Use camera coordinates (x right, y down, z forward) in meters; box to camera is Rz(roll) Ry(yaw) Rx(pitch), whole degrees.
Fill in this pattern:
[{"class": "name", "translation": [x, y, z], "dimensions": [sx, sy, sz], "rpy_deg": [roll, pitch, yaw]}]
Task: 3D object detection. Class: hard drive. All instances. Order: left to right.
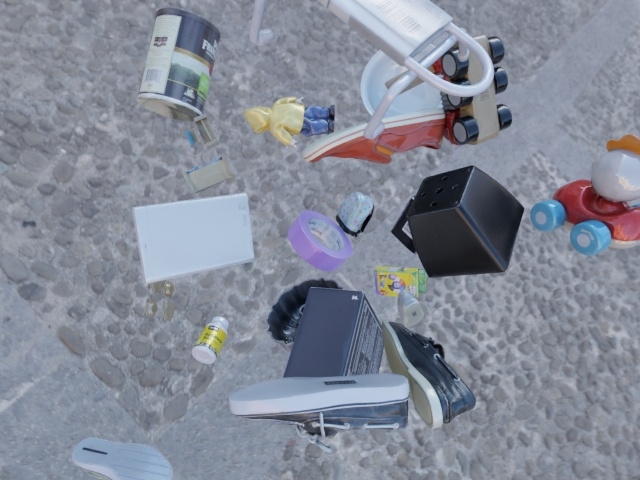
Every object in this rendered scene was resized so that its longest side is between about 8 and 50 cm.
[{"class": "hard drive", "translation": [-0.341, -0.012, 1.276], "dimensions": [0.308, 0.040, 0.203], "rpy_deg": [-11, 104, -29]}]

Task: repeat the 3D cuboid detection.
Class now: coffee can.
[{"class": "coffee can", "translation": [-0.439, -0.536, 1.435], "dimensions": [0.202, 0.201, 0.275], "rpy_deg": [12, 87, -14]}]

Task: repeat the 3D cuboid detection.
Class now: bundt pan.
[{"class": "bundt pan", "translation": [-0.036, 0.298, 1.744], "dimensions": [0.331, 0.331, 0.124], "rpy_deg": [-51, 131, -31]}]

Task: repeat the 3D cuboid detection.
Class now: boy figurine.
[{"class": "boy figurine", "translation": [-0.096, -0.368, 1.447], "dimensions": [0.285, 0.092, 0.177], "rpy_deg": [0, 73, 0]}]

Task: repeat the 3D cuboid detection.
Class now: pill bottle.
[{"class": "pill bottle", "translation": [-0.283, 0.258, 1.209], "dimensions": [0.065, 0.065, 0.116], "rpy_deg": [26, 40, -6]}]

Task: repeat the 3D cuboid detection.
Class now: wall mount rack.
[{"class": "wall mount rack", "translation": [0.082, -0.300, 0.634], "dimensions": [0.350, 0.130, 0.304], "rpy_deg": [41, 59, 6]}]

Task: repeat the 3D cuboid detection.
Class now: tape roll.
[{"class": "tape roll", "translation": [0.000, 0.000, 1.969], "dimensions": [0.275, 0.090, 0.274], "rpy_deg": [31, 30, -20]}]

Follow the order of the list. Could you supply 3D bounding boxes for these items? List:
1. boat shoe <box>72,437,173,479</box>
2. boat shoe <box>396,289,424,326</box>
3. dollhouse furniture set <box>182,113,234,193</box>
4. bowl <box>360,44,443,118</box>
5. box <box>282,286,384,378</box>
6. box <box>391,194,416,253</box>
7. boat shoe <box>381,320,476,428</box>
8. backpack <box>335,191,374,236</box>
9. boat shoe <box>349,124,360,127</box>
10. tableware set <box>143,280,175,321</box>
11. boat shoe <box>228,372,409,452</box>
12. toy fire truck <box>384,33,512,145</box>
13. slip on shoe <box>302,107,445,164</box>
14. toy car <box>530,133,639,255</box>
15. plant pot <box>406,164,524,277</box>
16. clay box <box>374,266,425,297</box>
[{"class": "boat shoe", "translation": [-0.530, 0.615, 1.260], "dimensions": [0.302, 0.094, 0.109], "rpy_deg": [9, 42, 18]}, {"class": "boat shoe", "translation": [0.314, 0.239, 1.639], "dimensions": [0.079, 0.227, 0.081], "rpy_deg": [-26, 58, -2]}, {"class": "dollhouse furniture set", "translation": [-0.347, -0.242, 1.327], "dimensions": [0.129, 0.129, 0.183], "rpy_deg": [-26, 99, -11]}, {"class": "bowl", "translation": [0.294, -0.513, 1.575], "dimensions": [0.298, 0.134, 0.297], "rpy_deg": [-1, 88, 17]}, {"class": "box", "translation": [0.053, 0.335, 1.356], "dimensions": [0.183, 0.294, 0.296], "rpy_deg": [3, 57, 24]}, {"class": "box", "translation": [0.341, -0.073, 1.409], "dimensions": [0.207, 0.153, 0.108], "rpy_deg": [-24, 61, -40]}, {"class": "boat shoe", "translation": [0.223, 0.264, 0.996], "dimensions": [0.113, 0.340, 0.127], "rpy_deg": [-11, 103, -7]}, {"class": "backpack", "translation": [0.154, -0.128, 2.072], "dimensions": [0.115, 0.182, 0.152], "rpy_deg": [14, 32, -43]}, {"class": "boat shoe", "translation": [0.108, -0.312, 1.385], "dimensions": [0.066, 0.184, 0.063], "rpy_deg": [44, 72, -4]}, {"class": "tableware set", "translation": [-0.524, 0.189, 1.520], "dimensions": [0.020, 0.168, 0.141], "rpy_deg": [-2, 71, 15]}, {"class": "boat shoe", "translation": [0.001, 0.292, 0.784], "dimensions": [0.306, 0.113, 0.104], "rpy_deg": [-1, 89, -15]}, {"class": "toy fire truck", "translation": [0.280, -0.332, 1.052], "dimensions": [0.159, 0.246, 0.217], "rpy_deg": [-22, 112, -12]}, {"class": "slip on shoe", "translation": [0.123, -0.215, 1.025], "dimensions": [0.331, 0.123, 0.101], "rpy_deg": [-14, 103, -7]}, {"class": "toy car", "translation": [0.623, -0.122, 1.003], "dimensions": [0.219, 0.238, 0.210], "rpy_deg": [-14, 34, -22]}, {"class": "plant pot", "translation": [0.295, -0.048, 0.987], "dimensions": [0.167, 0.188, 0.187], "rpy_deg": [48, 55, -28]}, {"class": "clay box", "translation": [0.360, 0.188, 2.084], "dimensions": [0.222, 0.127, 0.053], "rpy_deg": [2, 26, 21]}]
